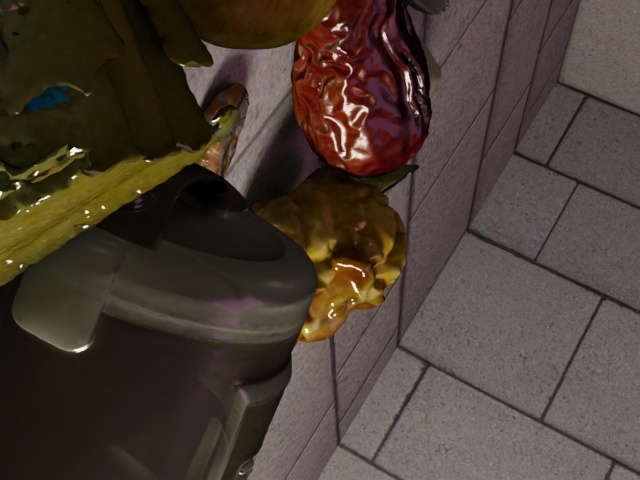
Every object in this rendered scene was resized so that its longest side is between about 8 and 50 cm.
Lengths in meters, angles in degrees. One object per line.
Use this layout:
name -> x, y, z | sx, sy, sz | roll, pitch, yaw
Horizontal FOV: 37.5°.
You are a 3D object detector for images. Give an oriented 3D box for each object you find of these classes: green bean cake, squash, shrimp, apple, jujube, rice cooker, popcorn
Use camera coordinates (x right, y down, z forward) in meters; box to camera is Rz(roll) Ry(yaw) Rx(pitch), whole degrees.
green bean cake -> -0.247, -0.078, 0.551 | 0.310, 0.202, 0.285 | -26, 178, 20
squash -> 0.064, -0.062, 1.699 | 0.237, 0.155, 0.204 | -39, 149, -57
shrimp -> -0.127, -0.110, 1.210 | 0.187, 0.052, 0.132 | -68, 163, 8
apple -> -0.066, -0.278, 0.910 | 0.196, 0.196, 0.196 | -54, 161, -28
jujube -> 0.055, -0.246, 1.334 | 0.216, 0.216, 0.342 | -53, 153, -32
rice cooker -> -0.178, 0.079, 0.874 | 0.325, 0.335, 0.335 | -67, 163, 12
popcorn -> 0.000, 0.000, 1.445 | 0.332, 0.265, 0.225 | -80, 154, -55

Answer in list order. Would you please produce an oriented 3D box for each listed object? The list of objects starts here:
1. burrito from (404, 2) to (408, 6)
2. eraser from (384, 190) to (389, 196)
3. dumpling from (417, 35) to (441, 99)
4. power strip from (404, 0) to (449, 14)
burrito -> 0.111, -0.383, 1.509 | 0.275, 0.059, 0.082 | -64, 153, -2
eraser -> 0.086, -0.048, 1.957 | 0.095, 0.052, 0.225 | -31, 144, -64
dumpling -> 0.145, -0.289, 1.631 | 0.126, 0.215, 0.166 | -38, -178, 24
power strip -> 0.119, -0.410, 1.398 | 0.272, 0.052, 0.078 | 13, 101, -56
